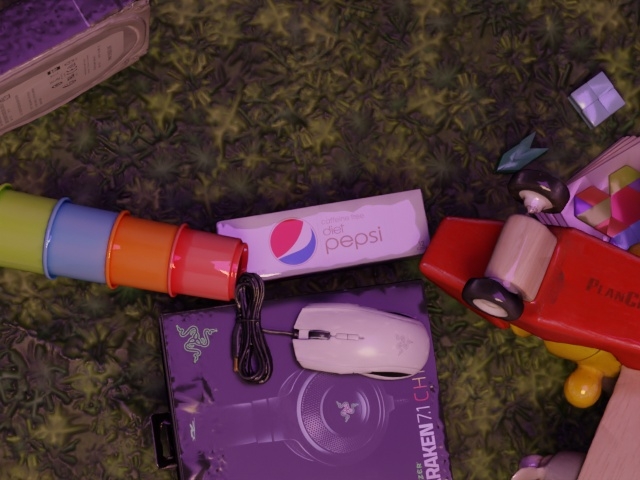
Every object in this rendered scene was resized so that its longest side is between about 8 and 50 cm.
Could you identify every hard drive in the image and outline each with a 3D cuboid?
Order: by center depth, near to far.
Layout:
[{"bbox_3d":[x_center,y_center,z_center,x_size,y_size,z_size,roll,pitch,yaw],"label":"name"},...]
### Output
[{"bbox_3d":[-0.323,-0.150,1.588,0.339,0.237,0.064,-29,87,-10],"label":"hard drive"}]

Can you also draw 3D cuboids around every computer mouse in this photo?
[{"bbox_3d":[0.012,0.090,1.563,0.193,0.042,0.106,5,80,-5],"label":"computer mouse"}]

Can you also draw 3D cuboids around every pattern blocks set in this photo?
[{"bbox_3d":[0.336,-0.006,1.752,0.325,0.026,0.285,44,80,0],"label":"pattern blocks set"}]

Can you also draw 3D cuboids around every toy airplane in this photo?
[{"bbox_3d":[0.333,0.094,1.590,0.386,0.272,0.384,-22,69,-2],"label":"toy airplane"}]

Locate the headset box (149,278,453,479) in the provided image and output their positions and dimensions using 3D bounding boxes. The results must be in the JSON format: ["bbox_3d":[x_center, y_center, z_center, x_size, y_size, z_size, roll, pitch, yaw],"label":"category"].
[{"bbox_3d":[-0.027,0.179,1.634,0.283,0.131,0.246,-7,83,-7],"label":"headset box"}]

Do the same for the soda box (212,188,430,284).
[{"bbox_3d":[0.000,0.000,1.688,0.216,0.074,0.069,-10,85,-8],"label":"soda box"}]

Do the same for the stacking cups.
[{"bbox_3d":[-0.230,0.004,1.626,0.316,0.096,0.096,11,82,4],"label":"stacking cups"}]
